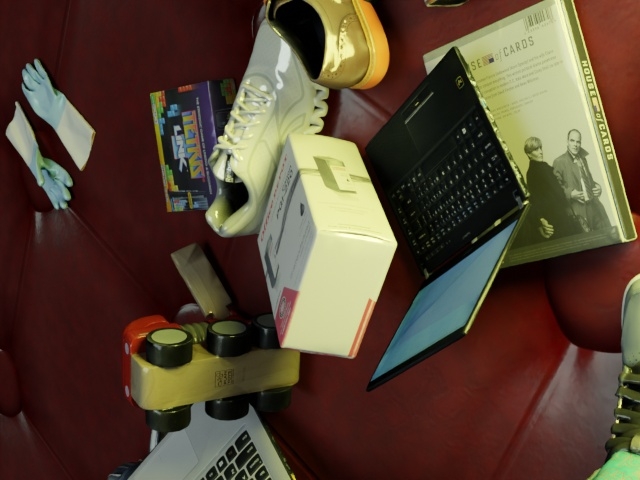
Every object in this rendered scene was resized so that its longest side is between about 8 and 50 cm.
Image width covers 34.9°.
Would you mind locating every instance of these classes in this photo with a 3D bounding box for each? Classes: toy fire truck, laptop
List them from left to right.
[{"bbox_3d":[-0.236,0.379,1.268,0.382,0.236,0.408,-48,41,11],"label":"laptop"},{"bbox_3d":[-0.168,0.116,1.342,0.246,0.217,0.159,30,122,56],"label":"toy fire truck"},{"bbox_3d":[0.091,-0.015,1.025,0.264,0.136,0.234,67,153,12],"label":"laptop"}]

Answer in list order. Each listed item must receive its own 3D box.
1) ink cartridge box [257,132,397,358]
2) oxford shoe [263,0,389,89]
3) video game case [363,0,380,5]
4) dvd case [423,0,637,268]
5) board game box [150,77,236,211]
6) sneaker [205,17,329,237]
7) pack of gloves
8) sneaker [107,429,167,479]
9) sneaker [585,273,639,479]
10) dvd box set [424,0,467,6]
[{"bbox_3d":[0.000,0.000,1.133,0.218,0.092,0.159,-105,28,-56],"label":"ink cartridge box"},{"bbox_3d":[-0.021,-0.287,1.113,0.097,0.098,0.271,-43,68,44],"label":"oxford shoe"},{"bbox_3d":[0.009,-0.390,1.148,0.196,0.026,0.274,-25,81,48],"label":"video game case"},{"bbox_3d":[0.200,-0.098,1.007,0.179,0.029,0.239,-16,87,49],"label":"dvd case"},{"bbox_3d":[-0.165,-0.126,1.386,0.141,0.048,0.170,-2,98,49],"label":"board game box"},{"bbox_3d":[-0.070,-0.129,1.222,0.110,0.118,0.292,34,125,40],"label":"sneaker"},{"bbox_3d":[-0.475,-0.177,1.714,0.232,0.046,0.195,49,132,27],"label":"pack of gloves"},{"bbox_3d":[-0.267,0.344,1.585,0.163,0.086,0.226,13,110,42],"label":"sneaker"},{"bbox_3d":[0.281,0.181,0.875,0.123,0.178,0.296,-12,91,48],"label":"sneaker"},{"bbox_3d":[0.157,-0.473,0.936,0.307,0.062,0.421,-20,85,48],"label":"dvd box set"}]
